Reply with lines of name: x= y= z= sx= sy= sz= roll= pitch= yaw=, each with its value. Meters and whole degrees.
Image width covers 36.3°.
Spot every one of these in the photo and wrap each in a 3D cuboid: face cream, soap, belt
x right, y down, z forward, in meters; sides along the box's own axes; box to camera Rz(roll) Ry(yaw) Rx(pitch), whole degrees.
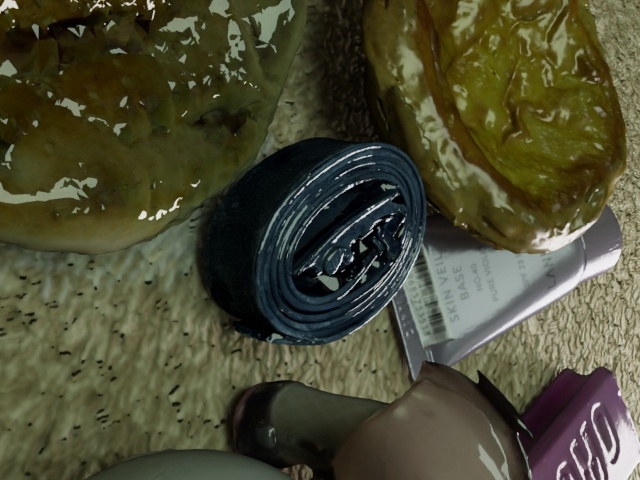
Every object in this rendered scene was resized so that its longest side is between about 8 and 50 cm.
face cream: x=0.173 y=0.025 z=0.955 sx=0.273 sy=0.096 sz=0.154 roll=-18 pitch=96 yaw=-32
soap: x=0.246 y=0.228 z=0.991 sx=0.203 sy=0.065 sz=0.122 roll=-35 pitch=106 yaw=-42
belt: x=0.000 y=0.000 z=0.763 sx=0.190 sy=0.082 sz=0.141 roll=-36 pitch=120 yaw=-31

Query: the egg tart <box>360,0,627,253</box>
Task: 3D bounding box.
egg tart: x=0.151 y=-0.141 z=0.910 sx=0.341 sy=0.129 sz=0.341 roll=11 pitch=70 yaw=-31

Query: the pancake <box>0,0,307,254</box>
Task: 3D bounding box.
pancake: x=-0.147 y=-0.174 z=0.623 sx=0.387 sy=0.082 sz=0.387 roll=-4 pitch=96 yaw=-45

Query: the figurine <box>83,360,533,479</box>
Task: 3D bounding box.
figurine: x=-0.043 y=0.214 z=0.613 sx=0.253 sy=0.211 sz=0.361 roll=41 pitch=43 yaw=25
